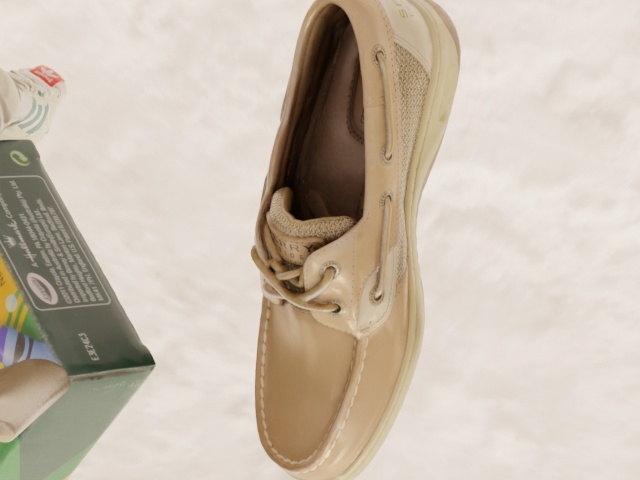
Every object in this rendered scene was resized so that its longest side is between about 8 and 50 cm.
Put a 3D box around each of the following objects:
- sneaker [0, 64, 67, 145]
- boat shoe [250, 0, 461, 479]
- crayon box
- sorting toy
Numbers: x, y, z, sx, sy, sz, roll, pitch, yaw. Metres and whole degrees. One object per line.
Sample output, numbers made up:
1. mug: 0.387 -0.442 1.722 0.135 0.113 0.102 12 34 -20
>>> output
1. sneaker: -0.218 -0.105 1.358 0.057 0.161 0.075 41 74 9
2. boat shoe: 0.000 0.000 1.277 0.121 0.110 0.341 14 99 36
3. crayon box: -0.263 0.110 1.347 0.323 0.083 0.203 -52 59 35
4. sorting toy: -0.269 0.112 1.031 0.229 0.307 0.041 -16 93 3
